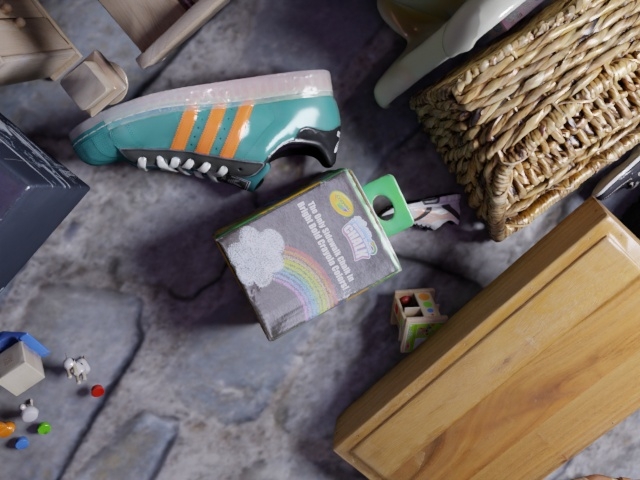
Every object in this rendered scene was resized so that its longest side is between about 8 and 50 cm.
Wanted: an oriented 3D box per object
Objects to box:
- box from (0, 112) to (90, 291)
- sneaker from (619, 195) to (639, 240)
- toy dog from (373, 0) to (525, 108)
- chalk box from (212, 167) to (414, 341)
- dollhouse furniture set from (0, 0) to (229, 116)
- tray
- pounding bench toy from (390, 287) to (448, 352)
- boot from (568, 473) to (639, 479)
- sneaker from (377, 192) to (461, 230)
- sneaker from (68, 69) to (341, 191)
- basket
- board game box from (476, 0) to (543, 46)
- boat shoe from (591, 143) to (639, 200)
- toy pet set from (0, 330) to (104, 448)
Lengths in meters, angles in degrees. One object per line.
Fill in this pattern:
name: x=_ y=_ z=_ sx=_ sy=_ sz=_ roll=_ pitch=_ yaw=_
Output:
box: x=-0.406 y=-0.083 z=0.673 sx=0.312 sy=0.343 sz=0.179 roll=42 pitch=87 yaw=-11
sneaker: x=0.553 y=-0.010 z=0.925 sx=0.257 sy=0.169 sz=0.447 roll=41 pitch=85 yaw=-9
toy dog: x=0.084 y=-0.410 z=0.764 sx=0.395 sy=0.284 sz=0.408 roll=-42 pitch=98 yaw=-4
chalk box: x=0.000 y=0.000 z=0.855 sx=0.213 sy=0.132 sz=0.132 roll=-28 pitch=97 yaw=-7
dollhouse furniture set: x=-0.219 y=-0.314 z=0.717 sx=0.356 sy=0.174 sz=0.303 roll=-36 pitch=100 yaw=15
tray: x=0.228 y=0.164 z=0.857 sx=0.203 sy=0.076 sz=0.411 roll=41 pitch=111 yaw=-10
pounding bench toy: x=0.117 y=0.108 z=0.920 sx=0.052 sy=0.065 sz=0.083 roll=-3 pitch=125 yaw=-10
boot: x=0.371 y=0.407 z=0.980 sx=0.153 sy=0.073 sz=0.197 roll=0 pitch=97 yaw=-14
sneaker: x=0.124 y=-0.030 z=0.918 sx=0.109 sy=0.040 sz=0.043 roll=-10 pitch=98 yaw=-8
sneaker: x=-0.121 y=-0.108 z=0.837 sx=0.302 sy=0.108 sz=0.121 roll=-13 pitch=92 yaw=-10
basket: x=0.293 y=-0.155 z=0.848 sx=0.299 sy=0.213 sz=0.223 roll=-34 pitch=98 yaw=-5
board game box: x=0.234 y=-0.275 z=0.891 sx=0.090 sy=0.090 sz=0.020 roll=-40 pitch=97 yaw=-5
boat shoe: x=0.403 y=-0.088 z=0.958 sx=0.125 sy=0.046 sz=0.038 roll=-41 pitch=95 yaw=-12
toy pet set: x=-0.335 y=0.161 z=0.860 sx=0.122 sy=0.065 sz=0.114 roll=-34 pitch=134 yaw=-2
